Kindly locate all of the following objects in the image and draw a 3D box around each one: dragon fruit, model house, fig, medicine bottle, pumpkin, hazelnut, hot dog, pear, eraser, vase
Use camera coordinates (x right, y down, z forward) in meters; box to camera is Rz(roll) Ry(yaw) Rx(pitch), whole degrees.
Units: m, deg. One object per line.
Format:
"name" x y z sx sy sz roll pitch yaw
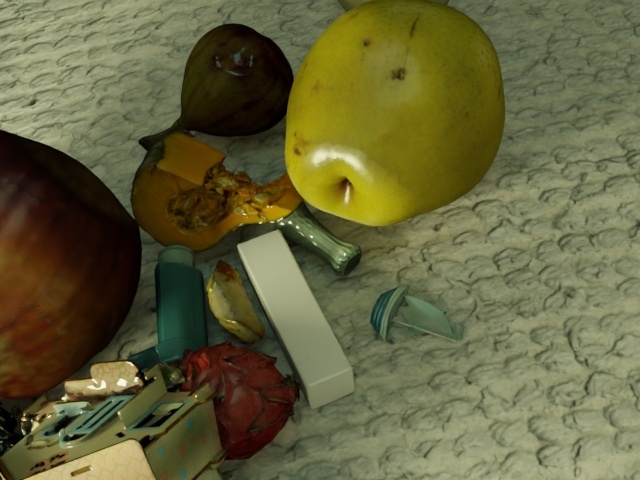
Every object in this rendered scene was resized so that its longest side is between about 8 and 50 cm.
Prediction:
"dragon fruit" -0.137 0.237 1.370 0.210 0.172 0.172 9 54 -3
"model house" -0.316 0.291 1.237 0.326 0.169 0.244 -9 21 30
"fig" -0.211 -0.268 1.765 0.321 0.217 0.216 -28 52 15
"medicine bottle" -0.244 0.126 1.517 0.124 0.079 0.258 -7 52 0
"pumpkin" -0.183 -0.101 1.580 0.281 0.190 0.139 -20 24 26
"hazelnut" -0.485 0.020 1.420 0.429 0.402 0.402 36 58 -13
"hot dog" -0.147 0.110 1.527 0.078 0.061 0.169 9 41 -42
"pear" 0.128 -0.212 1.555 0.363 0.362 0.418 21 55 21
"eraser" -0.042 0.120 1.500 0.078 0.076 0.298 -22 54 -10
"vase" 0.000 0.000 1.587 0.149 0.081 0.081 35 64 24

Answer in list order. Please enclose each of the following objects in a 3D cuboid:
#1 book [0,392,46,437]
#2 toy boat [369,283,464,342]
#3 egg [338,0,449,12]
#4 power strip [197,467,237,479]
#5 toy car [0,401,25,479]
"book" -0.515 0.288 1.469 0.182 0.014 0.127 -18 54 -6
"toy boat" 0.154 0.115 1.506 0.150 0.034 0.105 -3 55 5
"egg" 0.140 -0.530 1.876 0.269 0.219 0.219 28 61 25
"power strip" -0.286 0.396 1.304 0.367 0.106 0.043 -22 77 -10
"toy car" -0.590 0.314 1.383 0.301 0.118 0.193 10 51 16
